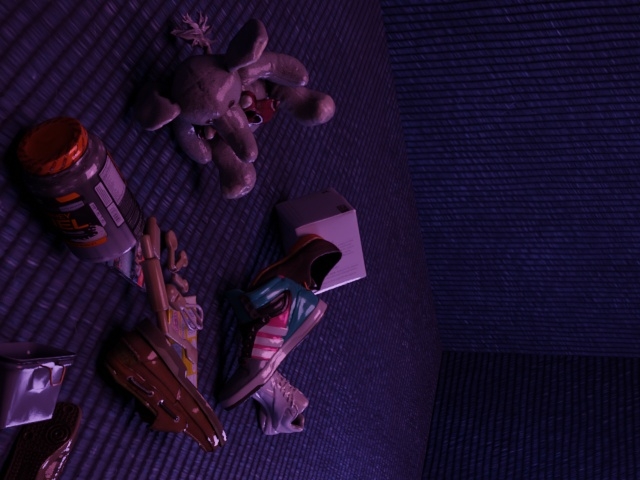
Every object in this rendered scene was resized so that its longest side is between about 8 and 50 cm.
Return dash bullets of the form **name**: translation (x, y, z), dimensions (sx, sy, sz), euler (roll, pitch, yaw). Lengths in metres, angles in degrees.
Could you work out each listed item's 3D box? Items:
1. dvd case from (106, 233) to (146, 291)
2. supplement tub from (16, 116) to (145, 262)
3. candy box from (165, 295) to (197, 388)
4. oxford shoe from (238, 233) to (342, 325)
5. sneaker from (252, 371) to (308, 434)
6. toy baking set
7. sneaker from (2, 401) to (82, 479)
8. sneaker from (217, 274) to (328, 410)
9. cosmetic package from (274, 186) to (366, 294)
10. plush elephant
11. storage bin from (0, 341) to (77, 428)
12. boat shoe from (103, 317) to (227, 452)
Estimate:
- **dvd case**: translation (-0.303, 0.022, 1.435), dimensions (0.119, 0.013, 0.087), euler (55, 39, -63)
- **supplement tub**: translation (-0.323, -0.068, 1.202), dimensions (0.190, 0.117, 0.117), euler (69, 27, -47)
- **candy box**: translation (-0.251, 0.202, 1.570), dimensions (0.105, 0.027, 0.206), euler (1, 89, -69)
- **oxford shoe**: translation (-0.065, 0.094, 1.892), dimensions (0.271, 0.098, 0.097), euler (-48, 131, -18)
- **sneaker**: translation (-0.085, 0.332, 1.943), dimensions (0.090, 0.115, 0.232), euler (-70, 154, -47)
- **toy baking set**: translation (-0.243, 0.086, 1.494), dimensions (0.197, 0.030, 0.256), euler (5, 73, -77)
- **sneaker**: translation (-0.371, 0.300, 1.167), dimensions (0.071, 0.066, 0.188), euler (96, 14, -46)
- **sneaker**: translation (-0.141, 0.180, 1.779), dimensions (0.295, 0.178, 0.124), euler (-48, -172, -17)
- **cosmetic package**: translation (0.000, 0.000, 2.069), dimensions (0.151, 0.151, 0.184), euler (-133, -153, -58)
- **plush elephant**: translation (-0.159, -0.232, 1.502), dimensions (0.330, 0.271, 0.255), euler (53, 15, -15)
- **storage bin**: translation (-0.371, 0.181, 1.106), dimensions (0.135, 0.098, 0.091), euler (11, 90, -72)
- **boat shoe**: translation (-0.255, 0.256, 1.448), dimensions (0.104, 0.110, 0.307), euler (-39, 129, -18)
